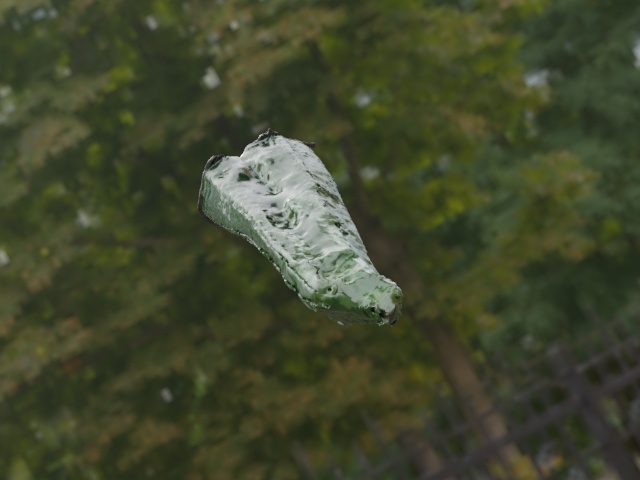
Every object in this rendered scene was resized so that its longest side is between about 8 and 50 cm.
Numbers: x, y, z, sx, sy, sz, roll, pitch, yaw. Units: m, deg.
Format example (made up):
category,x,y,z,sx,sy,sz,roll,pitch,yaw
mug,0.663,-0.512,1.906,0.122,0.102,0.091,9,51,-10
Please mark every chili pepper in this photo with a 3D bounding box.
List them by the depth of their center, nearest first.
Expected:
category,x,y,z,sx,sy,sz,roll,pitch,yaw
chili pepper,0.000,0.000,1.091,0.088,0.059,0.227,-26,29,-11
